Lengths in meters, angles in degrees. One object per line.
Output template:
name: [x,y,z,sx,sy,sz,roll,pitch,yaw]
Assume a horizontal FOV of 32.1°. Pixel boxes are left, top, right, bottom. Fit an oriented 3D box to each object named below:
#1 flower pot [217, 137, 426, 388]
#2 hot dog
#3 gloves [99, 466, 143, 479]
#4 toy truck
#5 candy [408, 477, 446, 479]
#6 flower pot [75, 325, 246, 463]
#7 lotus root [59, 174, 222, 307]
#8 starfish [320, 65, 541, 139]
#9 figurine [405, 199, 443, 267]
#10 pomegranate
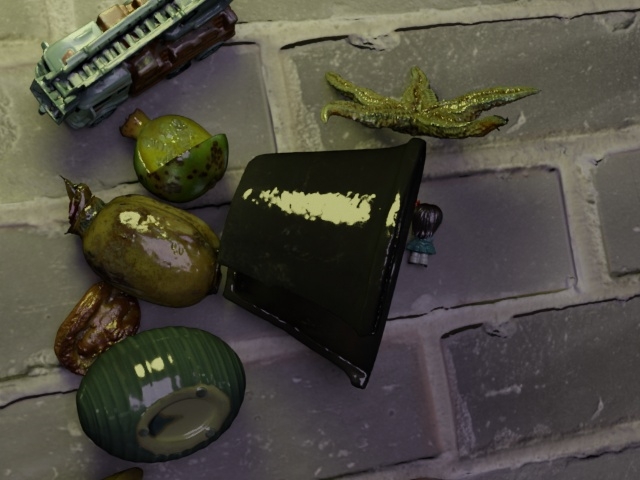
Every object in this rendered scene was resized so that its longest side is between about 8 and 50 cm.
flower pot: [0.000,0.000,1.637,0.251,0.379,0.380,14,80,8]
hot dog: [-0.328,0.130,1.639,0.099,0.065,0.147,42,73,-17]
gloves: [-0.375,0.432,1.550,0.141,0.154,0.331,43,82,-10]
toy truck: [-0.280,-0.289,1.633,0.338,0.184,0.133,-36,93,-17]
candy: [0.167,0.496,1.727,0.255,0.094,0.256,2,84,-17]
flower pot: [-0.224,0.221,1.592,0.243,0.157,0.189,-17,117,-23]
lotus root: [-0.270,0.004,1.628,0.278,0.154,0.154,26,78,-4]
starfish: [0.158,-0.206,1.690,0.347,0.358,0.078,1,109,14]
figurine: [0.163,-0.011,1.808,0.059,0.047,0.106,10,88,21]
pomegranate: [-0.222,-0.122,1.672,0.169,0.122,0.143,16,45,20]
